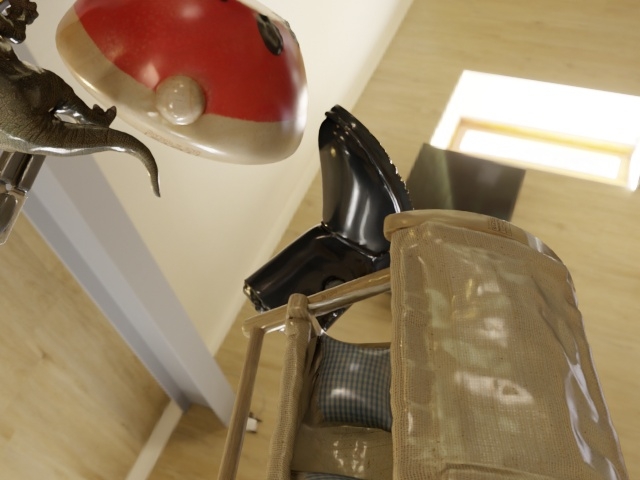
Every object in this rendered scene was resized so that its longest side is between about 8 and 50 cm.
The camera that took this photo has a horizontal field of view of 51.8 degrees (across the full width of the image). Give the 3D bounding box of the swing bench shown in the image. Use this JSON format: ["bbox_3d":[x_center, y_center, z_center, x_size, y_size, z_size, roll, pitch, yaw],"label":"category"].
[{"bbox_3d":[0.060,0.128,0.469,0.255,0.165,0.253,-39,27,30],"label":"swing bench"}]

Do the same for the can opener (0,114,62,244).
[{"bbox_3d":[-0.554,-0.117,1.211,0.074,0.093,0.280,34,-109,-50],"label":"can opener"}]

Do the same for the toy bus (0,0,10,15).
[{"bbox_3d":[-0.309,-0.312,0.602,0.108,0.333,0.130,55,-138,-9],"label":"toy bus"}]

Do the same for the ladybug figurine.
[{"bbox_3d":[-0.142,-0.225,0.784,0.161,0.305,0.449,-61,21,17],"label":"ladybug figurine"}]

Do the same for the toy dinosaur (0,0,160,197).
[{"bbox_3d":[-0.270,-0.130,0.539,0.121,0.313,0.160,-36,4,21],"label":"toy dinosaur"}]

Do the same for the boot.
[{"bbox_3d":[0.000,0.000,0.730,0.207,0.094,0.246,-37,-46,-6],"label":"boot"}]
